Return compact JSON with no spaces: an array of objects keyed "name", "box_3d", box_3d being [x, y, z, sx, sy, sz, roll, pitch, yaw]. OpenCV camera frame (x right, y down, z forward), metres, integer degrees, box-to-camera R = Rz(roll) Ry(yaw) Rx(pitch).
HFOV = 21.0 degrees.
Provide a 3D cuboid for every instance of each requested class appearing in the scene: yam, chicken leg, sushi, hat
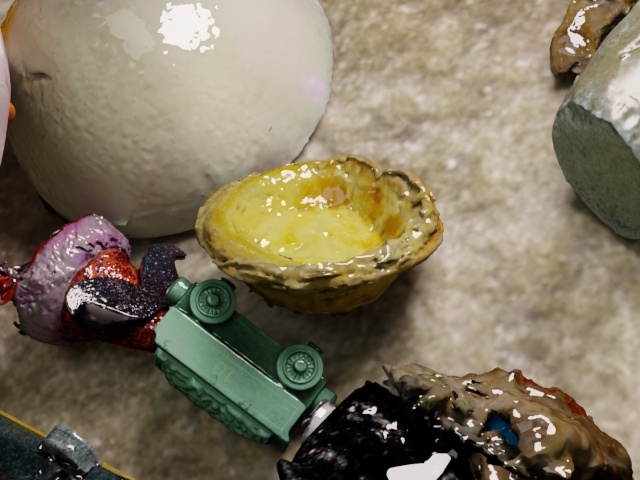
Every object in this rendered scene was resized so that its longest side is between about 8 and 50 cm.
[{"name":"yam","box_3d":[0.313,-0.166,1.451,0.133,0.133,0.330,26,73,33]},{"name":"chicken leg","box_3d":[0.256,-0.230,1.561,0.085,0.069,0.198,24,78,8]},{"name":"sushi","box_3d":[0.102,0.179,1.275,0.219,0.225,0.238,-45,56,-11]},{"name":"hat","box_3d":[-0.173,0.070,1.534,0.227,0.140,0.129,32,104,22]}]

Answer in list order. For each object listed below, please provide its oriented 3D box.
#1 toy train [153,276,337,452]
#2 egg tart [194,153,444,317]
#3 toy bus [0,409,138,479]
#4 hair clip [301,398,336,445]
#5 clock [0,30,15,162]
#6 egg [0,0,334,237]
[{"name":"toy train","box_3d":[-0.070,0.104,1.462,0.172,0.070,0.099,36,74,6]},{"name":"egg tart","box_3d":[0.001,0.001,1.483,0.212,0.090,0.212,-2,28,1]},{"name":"toy bus","box_3d":[-0.278,0.212,1.479,0.335,0.123,0.121,20,59,34]},{"name":"hair clip","box_3d":[-0.026,0.192,1.396,0.049,0.116,0.172,33,104,1]},{"name":"clock","box_3d":[-0.419,-0.091,1.535,0.250,0.377,0.368,14,56,-20]},{"name":"egg","box_3d":[-0.168,-0.175,1.625,0.337,0.201,0.337,-10,60,18]}]
